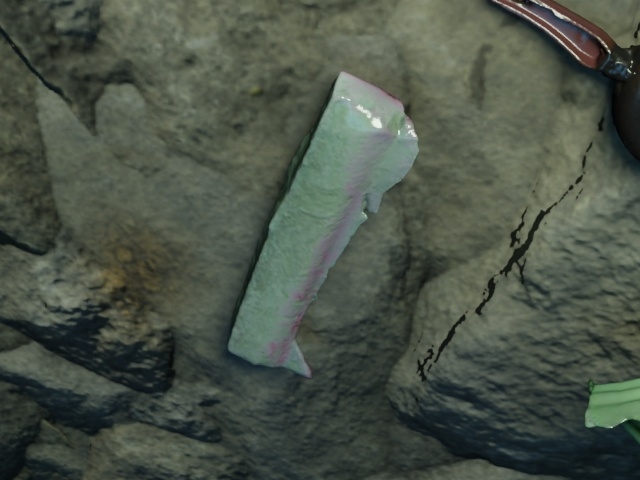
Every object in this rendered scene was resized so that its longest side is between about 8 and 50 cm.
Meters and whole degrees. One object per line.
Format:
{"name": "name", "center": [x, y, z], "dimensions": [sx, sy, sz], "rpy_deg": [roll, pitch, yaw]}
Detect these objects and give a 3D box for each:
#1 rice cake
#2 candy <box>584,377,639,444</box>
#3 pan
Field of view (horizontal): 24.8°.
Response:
{"name": "rice cake", "center": [-0.002, -0.002, 1.050], "dimensions": [0.081, 0.051, 0.290], "rpy_deg": [26, 134, 3]}
{"name": "candy", "center": [0.381, 0.233, 1.057], "dimensions": [0.263, 0.172, 0.398], "rpy_deg": [-17, 110, 25]}
{"name": "pan", "center": [0.198, -0.108, 0.910], "dimensions": [0.212, 0.040, 0.115], "rpy_deg": [26, 127, -10]}
